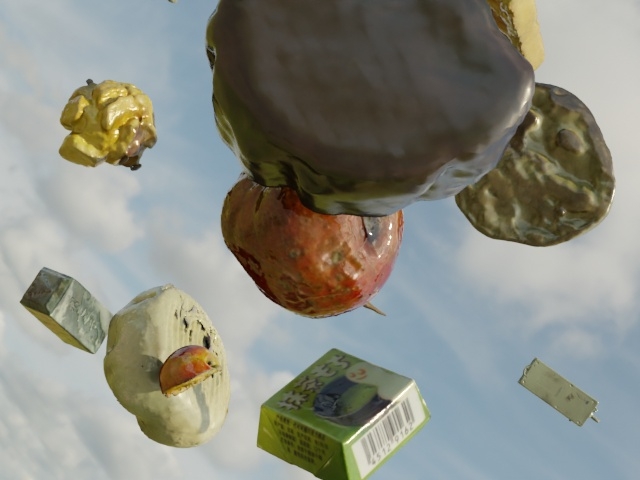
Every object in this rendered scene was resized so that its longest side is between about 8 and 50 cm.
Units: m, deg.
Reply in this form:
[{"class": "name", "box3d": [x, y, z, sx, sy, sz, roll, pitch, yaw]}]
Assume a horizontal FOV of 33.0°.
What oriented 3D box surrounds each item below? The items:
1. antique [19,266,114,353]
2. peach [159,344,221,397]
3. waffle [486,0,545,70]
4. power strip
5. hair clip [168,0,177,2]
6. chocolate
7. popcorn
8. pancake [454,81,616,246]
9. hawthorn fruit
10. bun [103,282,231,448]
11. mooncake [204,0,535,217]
[{"class": "antique", "box3d": [-0.479, 0.130, 2.041, 0.086, 0.088, 0.183, 17, -23, 30]}, {"class": "peach", "box3d": [-0.199, 0.190, 1.609, 0.061, 0.098, 0.098, 65, -20, 11]}, {"class": "waffle", "box3d": [0.241, -0.377, 1.616, 0.221, 0.055, 0.248, 49, 1, 24]}, {"class": "power strip", "box3d": [0.359, 0.230, 1.609, 0.136, 0.051, 0.019, 35, -4, 2]}, {"class": "hair clip", "box3d": [-0.153, -0.399, 1.459, 0.321, 0.091, 0.138, 13, -72, 63]}, {"class": "chocolate", "box3d": [0.046, 0.392, 2.440, 0.289, 0.301, 0.137, 17, -52, 38]}, {"class": "popcorn", "box3d": [-0.321, -0.172, 1.634, 0.152, 0.167, 0.148, 54, -37, 13]}, {"class": "pancake", "box3d": [0.358, -0.128, 1.845, 0.294, 0.294, 0.049, 49, 0, 9]}, {"class": "hawthorn fruit", "box3d": [-0.010, -0.019, 1.491, 0.258, 0.258, 0.261, 39, -39, 30]}, {"class": "bun", "box3d": [-0.257, 0.210, 1.783, 0.273, 0.168, 0.272, 52, 25, -36]}, {"class": "mooncake", "box3d": [0.044, -0.210, 1.262, 0.212, 0.351, 0.381, 95, -12, -70]}]
